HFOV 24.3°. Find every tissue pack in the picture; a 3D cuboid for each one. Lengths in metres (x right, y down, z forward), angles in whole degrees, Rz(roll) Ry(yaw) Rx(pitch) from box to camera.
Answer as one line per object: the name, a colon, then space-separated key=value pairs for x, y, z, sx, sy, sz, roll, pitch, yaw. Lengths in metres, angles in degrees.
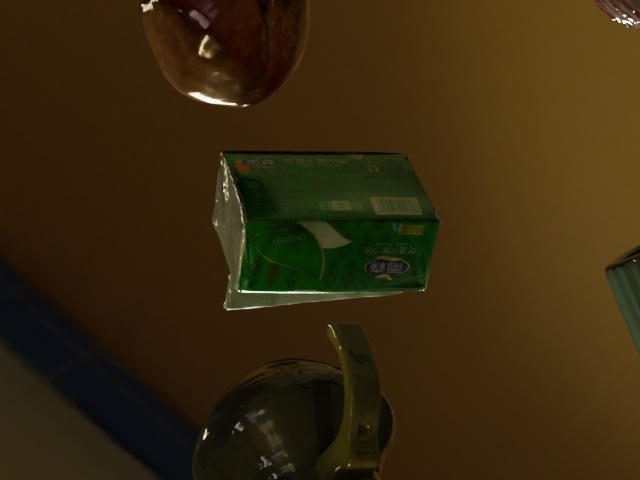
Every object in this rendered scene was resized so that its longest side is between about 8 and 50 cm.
tissue pack: x=-0.001 y=0.000 z=1.573 sx=0.209 sy=0.156 sz=0.148 roll=-1 pitch=-144 yaw=-16

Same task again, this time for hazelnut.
hazelnut: x=-0.086 y=-0.222 z=1.510 sx=0.182 sy=0.182 sz=0.182 roll=29 pitch=-156 yaw=-15

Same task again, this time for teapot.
teapot: x=-0.003 y=0.128 z=0.892 sx=0.130 sy=0.165 sz=0.119 roll=2 pitch=-140 yaw=-27

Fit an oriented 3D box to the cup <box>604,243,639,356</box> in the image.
cup: x=0.447 y=0.131 z=1.181 sx=0.392 sy=0.310 sz=0.401 roll=63 pitch=165 yaw=3

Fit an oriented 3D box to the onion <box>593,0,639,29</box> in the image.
onion: x=0.360 y=-0.309 z=1.385 sx=0.230 sy=0.272 sz=0.256 roll=31 pitch=-158 yaw=33
